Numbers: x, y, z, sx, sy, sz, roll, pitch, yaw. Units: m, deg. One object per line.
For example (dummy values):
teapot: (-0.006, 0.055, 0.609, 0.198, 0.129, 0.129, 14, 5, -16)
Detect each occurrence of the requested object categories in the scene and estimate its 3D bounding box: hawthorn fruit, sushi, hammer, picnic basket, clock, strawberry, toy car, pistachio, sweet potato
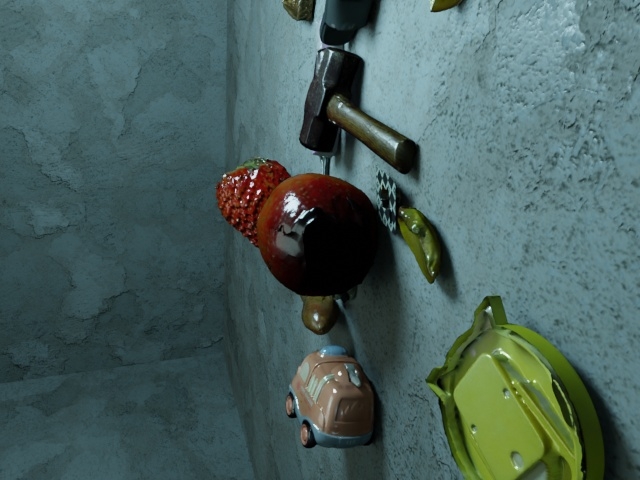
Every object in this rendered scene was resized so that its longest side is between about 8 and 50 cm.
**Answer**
hawthorn fruit: (-0.006, -0.015, 1.197, 0.316, 0.315, 0.316, 176, 90, -71)
sushi: (0.148, -0.088, 1.114, 0.126, 0.026, 0.120, -120, 23, -64)
hammer: (0.079, -0.261, 1.158, 0.409, 0.095, 0.243, 51, 130, 50)
picnic basket: (-0.065, -0.716, 1.553, 0.193, 0.054, 0.110, -117, 28, -47)
clock: (0.275, 0.253, 0.750, 0.277, 0.071, 0.294, 114, 146, -46)
strawberry: (-0.180, -0.108, 1.784, 0.351, 0.267, 0.312, 59, -167, -9)
toy car: (0.034, 0.386, 1.343, 0.270, 0.180, 0.213, -141, 60, -64)
pistachio: (0.191, -0.001, 0.976, 0.090, 0.049, 0.173, 73, 176, -54)
sweet potato: (-0.012, 0.188, 1.532, 0.385, 0.109, 0.109, -126, 35, -77)

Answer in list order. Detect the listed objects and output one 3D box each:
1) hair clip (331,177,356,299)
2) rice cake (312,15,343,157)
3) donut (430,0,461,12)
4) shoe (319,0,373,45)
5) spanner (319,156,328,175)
hair clip: (0.025, 0.001, 1.393, 0.138, 0.091, 0.322, 173, 92, -68)
rice cake: (0.020, -0.397, 1.362, 0.056, 0.072, 0.366, -143, 54, -65)
donut: (0.202, -0.412, 0.839, 0.083, 0.067, 0.038, 56, -146, -55)
shoe: (0.061, -0.493, 1.169, 0.241, 0.107, 0.093, 122, 139, -70)
spanner: (0.013, -0.164, 1.497, 0.093, 0.026, 0.326, -151, 57, -67)
